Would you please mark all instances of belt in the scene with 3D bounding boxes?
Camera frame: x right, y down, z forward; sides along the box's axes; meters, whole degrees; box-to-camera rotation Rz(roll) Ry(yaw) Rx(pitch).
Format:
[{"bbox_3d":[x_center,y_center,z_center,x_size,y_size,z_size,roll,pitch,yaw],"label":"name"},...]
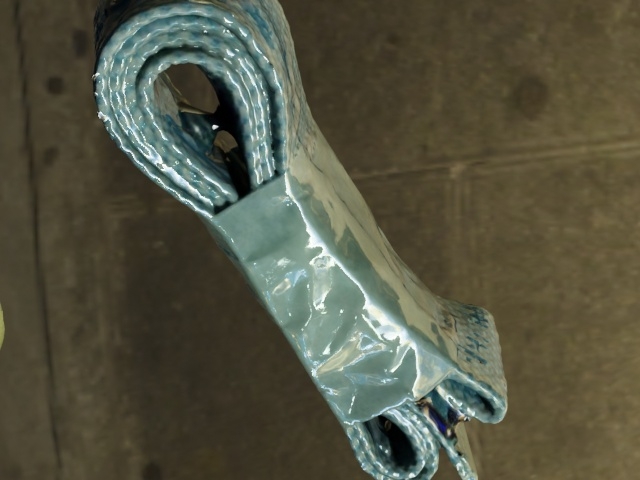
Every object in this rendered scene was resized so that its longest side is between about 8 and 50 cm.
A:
[{"bbox_3d":[0.000,0.000,0.714,0.087,0.302,0.072,-30,34,9],"label":"belt"}]

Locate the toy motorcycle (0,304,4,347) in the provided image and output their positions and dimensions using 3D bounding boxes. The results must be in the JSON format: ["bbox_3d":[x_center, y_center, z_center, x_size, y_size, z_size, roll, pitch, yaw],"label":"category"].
[{"bbox_3d":[-0.308,-0.042,0.922,0.168,0.237,0.410,-39,52,31],"label":"toy motorcycle"}]
